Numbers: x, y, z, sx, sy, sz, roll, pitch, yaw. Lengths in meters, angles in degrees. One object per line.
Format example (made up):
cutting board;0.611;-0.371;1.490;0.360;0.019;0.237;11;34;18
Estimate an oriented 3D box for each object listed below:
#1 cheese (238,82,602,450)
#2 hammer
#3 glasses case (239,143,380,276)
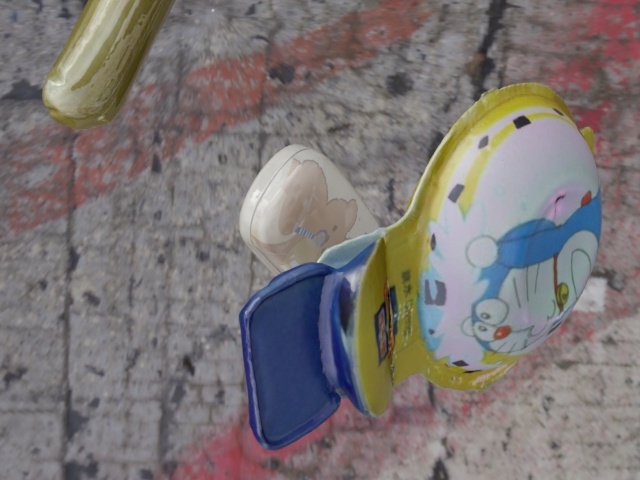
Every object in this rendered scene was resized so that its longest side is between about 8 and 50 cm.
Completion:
cheese;0.060;0.015;0.514;0.250;0.064;0.156;-28;124;-37
hammer;-0.078;-0.195;0.648;0.202;0.113;0.305;15;114;-37
glasses case;0.000;0.000;0.801;0.051;0.204;0.081;27;80;27
